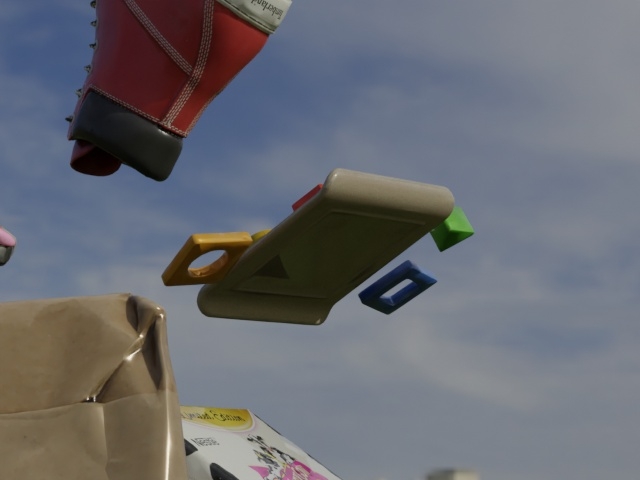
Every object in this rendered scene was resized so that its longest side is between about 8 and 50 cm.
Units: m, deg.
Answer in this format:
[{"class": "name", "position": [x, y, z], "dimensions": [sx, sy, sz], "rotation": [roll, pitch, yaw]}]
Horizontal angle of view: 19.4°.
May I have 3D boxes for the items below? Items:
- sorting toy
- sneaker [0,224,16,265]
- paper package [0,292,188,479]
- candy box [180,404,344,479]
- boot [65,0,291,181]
[{"class": "sorting toy", "position": [0.000, 0.000, 1.693], "dimensions": [0.348, 0.047, 0.196], "rotation": [7, -42, -49]}, {"class": "sneaker", "position": [-0.187, 0.005, 0.783], "dimensions": [0.119, 0.057, 0.047], "rotation": [8, 8, -29]}, {"class": "paper package", "position": [-0.208, 0.179, 0.750], "dimensions": [0.309, 0.168, 0.325], "rotation": [-4, -34, -8]}, {"class": "candy box", "position": [0.005, 0.174, 0.940], "dimensions": [0.233, 0.071, 0.159], "rotation": [34, 5, 19]}, {"class": "boot", "position": [-0.142, -0.144, 1.268], "dimensions": [0.088, 0.176, 0.244], "rotation": [26, 12, -44]}]
